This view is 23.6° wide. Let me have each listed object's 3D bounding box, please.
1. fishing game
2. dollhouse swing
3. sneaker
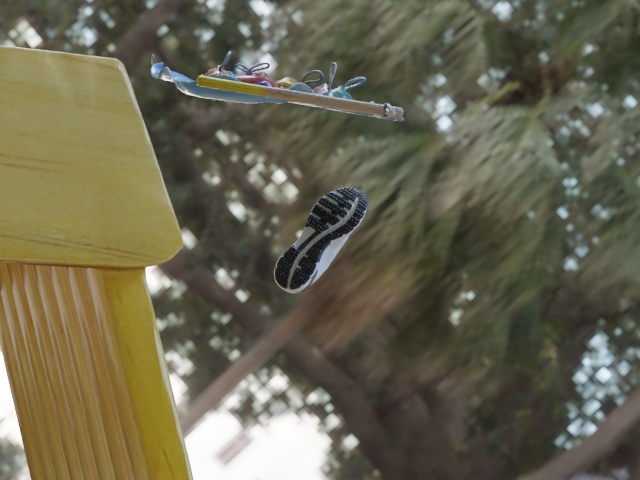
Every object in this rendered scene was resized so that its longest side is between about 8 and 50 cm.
[{"bbox_3d":[-0.031,-0.116,1.110,0.189,0.041,0.264,10,5,-1],"label":"fishing game"},{"bbox_3d":[-0.254,0.059,0.935,0.347,0.315,0.305,172,-79,-65],"label":"dollhouse swing"},{"bbox_3d":[0.000,0.000,1.301,0.040,0.109,0.044,40,-9,13],"label":"sneaker"}]
